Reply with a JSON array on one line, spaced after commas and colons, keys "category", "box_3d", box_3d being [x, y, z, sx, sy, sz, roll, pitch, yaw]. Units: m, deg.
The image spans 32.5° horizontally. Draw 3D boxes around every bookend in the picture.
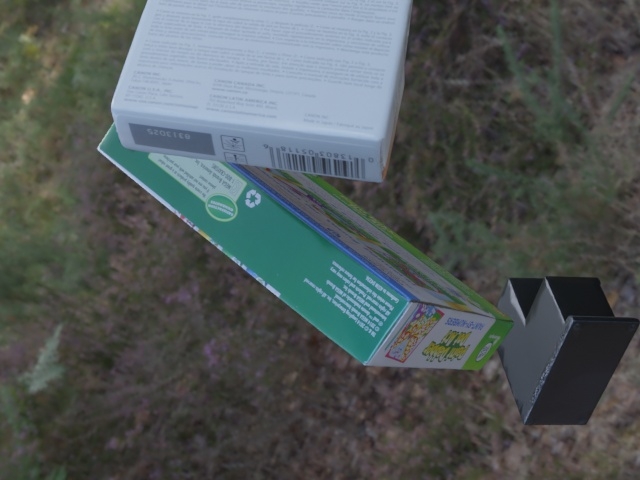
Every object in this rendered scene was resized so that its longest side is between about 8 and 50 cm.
[{"category": "bookend", "box_3d": [0.245, 0.084, 1.143, 0.157, 0.072, 0.156, -103, 20, -47]}]

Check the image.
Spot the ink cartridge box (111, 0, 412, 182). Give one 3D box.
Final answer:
[{"category": "ink cartridge box", "box_3d": [-0.022, -0.122, 0.606, 0.045, 0.145, 0.179, 85, -165, -56]}]

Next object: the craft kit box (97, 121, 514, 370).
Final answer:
[{"category": "craft kit box", "box_3d": [0.000, 0.000, 0.798, 0.250, 0.247, 0.061, 38, 102, 24]}]
